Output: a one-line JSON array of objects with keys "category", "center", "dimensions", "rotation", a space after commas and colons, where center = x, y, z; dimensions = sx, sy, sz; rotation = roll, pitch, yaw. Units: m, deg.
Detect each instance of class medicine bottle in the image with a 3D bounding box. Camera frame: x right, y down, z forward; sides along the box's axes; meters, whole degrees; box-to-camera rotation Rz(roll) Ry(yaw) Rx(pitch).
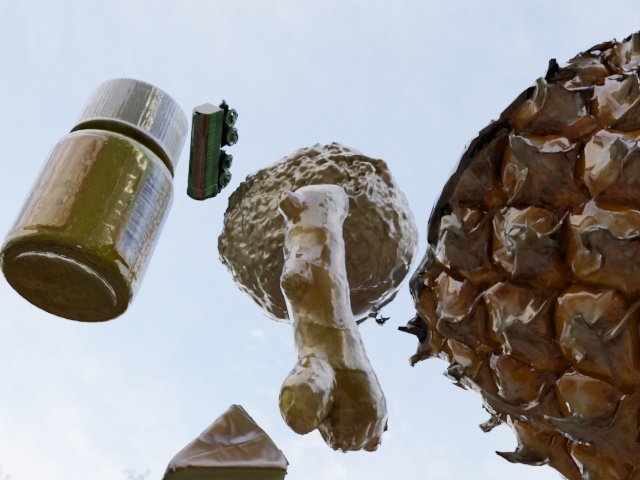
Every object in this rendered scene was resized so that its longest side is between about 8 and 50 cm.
[{"category": "medicine bottle", "center": [-0.360, -0.075, 1.526], "dimensions": [0.224, 0.385, 0.224], "rotation": [9, -37, 7]}]

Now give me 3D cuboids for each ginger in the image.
[{"category": "ginger", "center": [0.003, 0.058, 0.845], "dimensions": [0.065, 0.299, 0.118], "rotation": [-30, -47, 25]}]

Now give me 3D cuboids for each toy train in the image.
[{"category": "toy train", "center": [-0.152, -0.128, 1.296], "dimensions": [0.038, 0.071, 0.148], "rotation": [32, -53, 34]}]

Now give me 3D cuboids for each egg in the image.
[{"category": "egg", "center": [0.000, 0.000, 1.292], "dimensions": [0.310, 0.279, 0.279], "rotation": [-25, -73, 46]}]

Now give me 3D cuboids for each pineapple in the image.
[{"category": "pineapple", "center": [0.258, 0.039, 0.639], "dimensions": [0.300, 0.352, 0.353], "rotation": [37, -54, 29]}]

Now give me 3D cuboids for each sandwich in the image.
[{"category": "sandwich", "center": [-0.132, 0.234, 0.976], "dimensions": [0.113, 0.163, 0.079], "rotation": [41, -69, 43]}]
